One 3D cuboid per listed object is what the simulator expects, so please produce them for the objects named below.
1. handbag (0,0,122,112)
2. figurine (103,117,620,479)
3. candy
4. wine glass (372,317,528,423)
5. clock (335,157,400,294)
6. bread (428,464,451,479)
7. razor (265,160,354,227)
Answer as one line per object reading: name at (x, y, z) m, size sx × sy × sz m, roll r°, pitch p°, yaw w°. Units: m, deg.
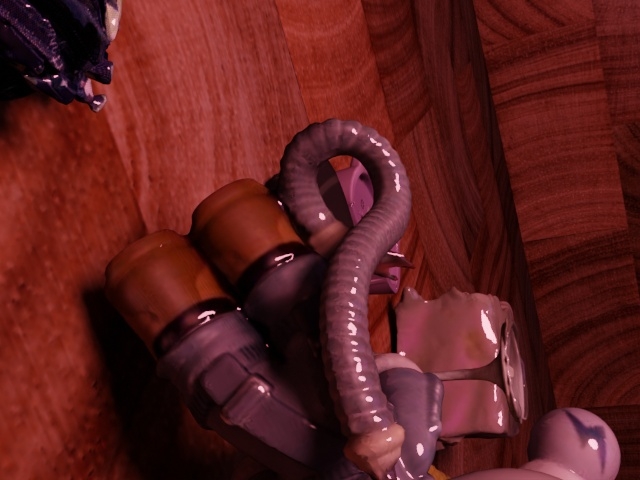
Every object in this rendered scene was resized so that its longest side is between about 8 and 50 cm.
handbag at (-0.153, -0.157, 0.265) m, size 0.260 × 0.113 × 0.161 m, roll 43°, pitch 48°, yaw -68°
figurine at (0.035, 0.151, 0.362) m, size 0.382 × 0.261 × 0.186 m, roll 50°, pitch -5°, yaw 21°
candy at (0.176, 0.167, 0.916) m, size 0.185 × 0.137 × 0.195 m, roll 32°, pitch 54°, yaw -62°
wine glass at (0.089, 0.125, 0.651) m, size 0.122 × 0.183 × 0.122 m, roll -9°, pitch 90°, yaw -67°
clock at (0.040, -0.017, 0.767) m, size 0.152 × 0.050 × 0.110 m, roll 60°, pitch 29°, yaw -42°
bread at (0.085, 0.285, 0.683) m, size 0.196 × 0.102 × 0.138 m, roll 44°, pitch 39°, yaw -52°
razor at (0.000, 0.000, 0.655) m, size 0.090 × 0.054 × 0.148 m, roll -47°, pitch 124°, yaw -59°
